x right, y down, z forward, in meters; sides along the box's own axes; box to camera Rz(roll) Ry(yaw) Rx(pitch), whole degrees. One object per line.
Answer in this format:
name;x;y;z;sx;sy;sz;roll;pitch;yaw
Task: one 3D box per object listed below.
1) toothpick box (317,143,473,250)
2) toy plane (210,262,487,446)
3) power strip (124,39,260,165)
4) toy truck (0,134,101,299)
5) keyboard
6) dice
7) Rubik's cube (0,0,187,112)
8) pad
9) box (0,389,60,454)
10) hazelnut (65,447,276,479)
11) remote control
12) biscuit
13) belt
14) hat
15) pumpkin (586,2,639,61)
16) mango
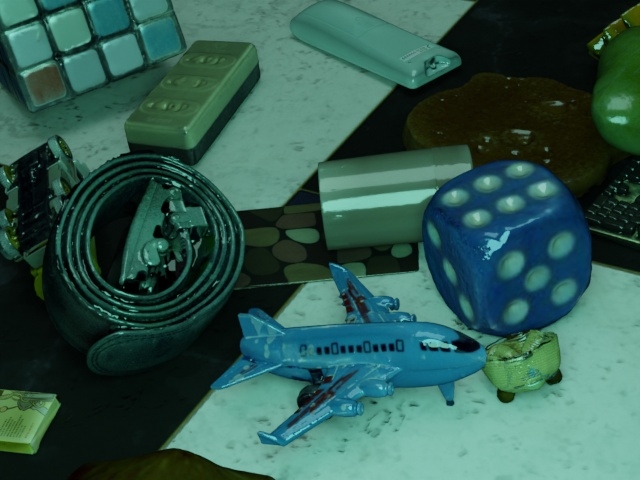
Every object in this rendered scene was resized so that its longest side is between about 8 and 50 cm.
toothpick box;0.092;-0.049;1.389;0.180;0.111;0.111;-6;37;3
toy plane;0.033;0.118;1.193;0.271;0.105;0.254;6;40;16
power strip;-0.176;-0.204;1.681;0.105;0.070;0.257;8;39;19
toy truck;-0.326;-0.025;1.440;0.098;0.114;0.227;-29;37;7
keyboard;0.431;-0.090;1.457;0.106;0.027;0.317;19;44;32
dice;0.200;0.007;1.279;0.143;0.146;0.146;-22;35;-14
Rubik's cube;-0.380;-0.368;1.743;0.253;0.259;0.256;-23;26;-18
pad;0.000;0.000;1.436;0.234;0.003;0.158;-5;37;3
box;-0.354;0.186;1.243;0.149;0.020;0.073;2;39;14
hazelnut;-0.127;0.275;0.937;0.233;0.218;0.218;1;38;12
remote control;0.076;-0.304;1.781;0.103;0.051;0.293;-30;44;-28
biscuit;0.251;-0.133;1.524;0.273;0.049;0.257;28;47;32
belt;-0.201;0.030;1.298;0.206;0.116;0.268;30;49;-5
hat;0.204;0.127;1.189;0.077;0.059;0.076;-20;4;-31
pumpkin;0.470;-0.258;1.595;0.130;0.254;0.149;-36;87;-18
mango;0.408;-0.183;1.447;0.156;0.114;0.251;43;37;-1
